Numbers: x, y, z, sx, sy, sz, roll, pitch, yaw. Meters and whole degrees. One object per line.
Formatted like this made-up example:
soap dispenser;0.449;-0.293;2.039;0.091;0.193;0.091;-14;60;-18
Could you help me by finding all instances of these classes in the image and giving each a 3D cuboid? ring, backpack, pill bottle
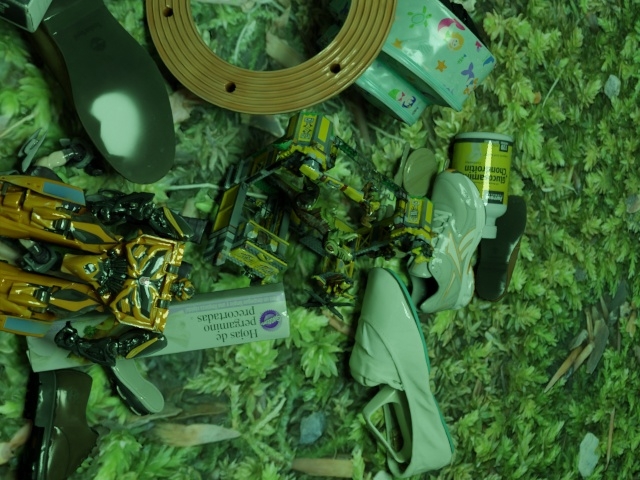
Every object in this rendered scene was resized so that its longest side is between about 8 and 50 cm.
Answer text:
ring;-0.066;-0.326;0.895;0.337;0.032;0.336;-1;82;6
backpack;0.127;-0.287;0.996;0.225;0.253;0.191;33;98;-32
pill bottle;0.285;-0.098;1.200;0.103;0.103;0.184;2;94;-32

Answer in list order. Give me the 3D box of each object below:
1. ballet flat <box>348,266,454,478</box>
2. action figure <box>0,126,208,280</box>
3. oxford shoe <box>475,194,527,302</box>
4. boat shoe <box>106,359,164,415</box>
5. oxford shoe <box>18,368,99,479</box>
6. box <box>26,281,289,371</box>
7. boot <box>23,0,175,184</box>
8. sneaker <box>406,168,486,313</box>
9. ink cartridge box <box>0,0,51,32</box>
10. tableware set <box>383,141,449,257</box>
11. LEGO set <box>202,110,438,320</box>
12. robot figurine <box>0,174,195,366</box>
ballet flat;0.122;0.242;1.127;0.139;0.139;0.399;-29;113;-27
action figure;-0.295;-0.026;0.850;0.285;0.099;0.185;23;90;-17
oxford shoe;0.347;0.017;1.284;0.076;0.076;0.212;34;73;-61
boat shoe;-0.267;0.193;0.923;0.125;0.038;0.046;55;23;-23
oxford shoe;-0.334;0.280;0.866;0.096;0.083;0.227;8;92;-37
box;-0.203;0.109;0.859;0.324;0.067;0.063;-8;99;-5
boot;-0.279;-0.207;0.819;0.112;0.115;0.305;-34;105;-29
sneaker;0.205;0.010;1.143;0.121;0.099;0.262;-14;112;-35
ink cartridge box;-0.381;-0.416;0.692;0.304;0.072;0.307;23;74;-14
tableware set;0.147;-0.067;1.157;0.128;0.039;0.194;13;94;-44
LEGO set;0.000;0.000;0.941;0.331;0.255;0.192;39;50;-38
robot figurine;-0.285;0.029;0.759;0.291;0.085;0.210;14;84;-15
